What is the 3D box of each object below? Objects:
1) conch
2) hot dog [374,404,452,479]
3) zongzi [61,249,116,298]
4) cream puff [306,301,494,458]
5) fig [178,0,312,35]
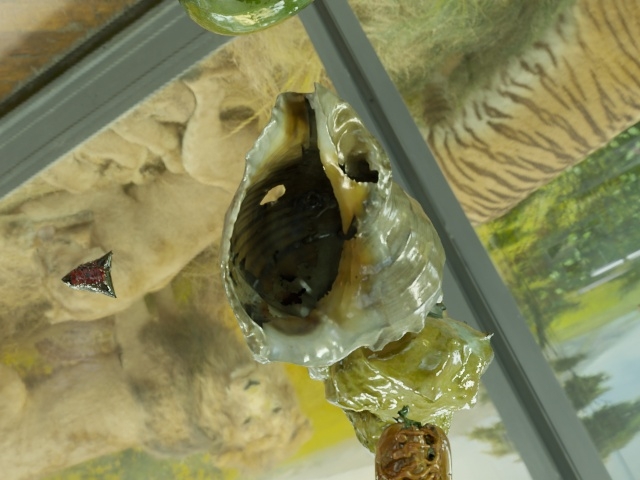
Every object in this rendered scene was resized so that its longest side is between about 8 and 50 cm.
[{"bbox_3d":[-0.006,0.001,0.656,0.263,0.324,0.186,-36,-158,-30],"label":"conch"},{"bbox_3d":[0.086,0.249,0.545,0.072,0.188,0.055,1,172,-1],"label":"hot dog"},{"bbox_3d":[-0.353,0.047,0.946,0.083,0.073,0.067,12,169,-5],"label":"zongzi"},{"bbox_3d":[0.091,0.202,0.958,0.274,0.323,0.269,18,98,-24],"label":"cream puff"},{"bbox_3d":[-0.108,-0.512,1.053,0.316,0.316,0.316,-20,158,-9],"label":"fig"}]
